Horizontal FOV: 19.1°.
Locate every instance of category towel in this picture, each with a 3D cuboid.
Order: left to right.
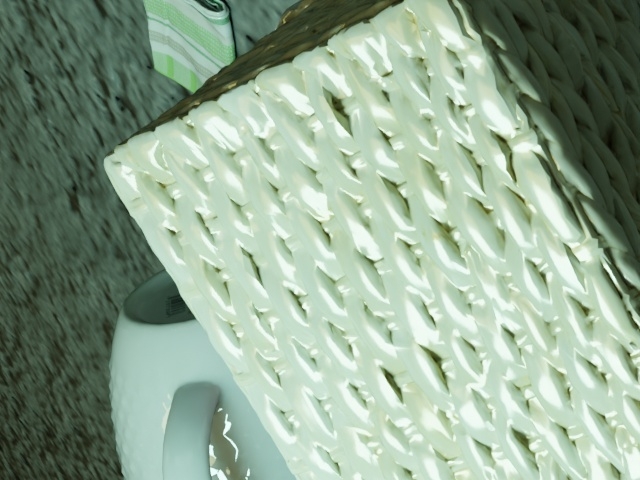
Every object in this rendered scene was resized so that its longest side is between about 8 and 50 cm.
[{"bbox_3d":[-0.121,-0.183,1.738,0.113,0.023,0.152,38,153,26],"label":"towel"}]

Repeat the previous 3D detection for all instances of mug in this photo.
[{"bbox_3d":[-0.072,0.206,1.822,0.276,0.374,0.328,-13,112,14],"label":"mug"}]

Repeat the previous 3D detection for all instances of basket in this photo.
[{"bbox_3d":[0.105,-0.027,1.164,0.328,0.266,0.331,-23,101,42],"label":"basket"}]
